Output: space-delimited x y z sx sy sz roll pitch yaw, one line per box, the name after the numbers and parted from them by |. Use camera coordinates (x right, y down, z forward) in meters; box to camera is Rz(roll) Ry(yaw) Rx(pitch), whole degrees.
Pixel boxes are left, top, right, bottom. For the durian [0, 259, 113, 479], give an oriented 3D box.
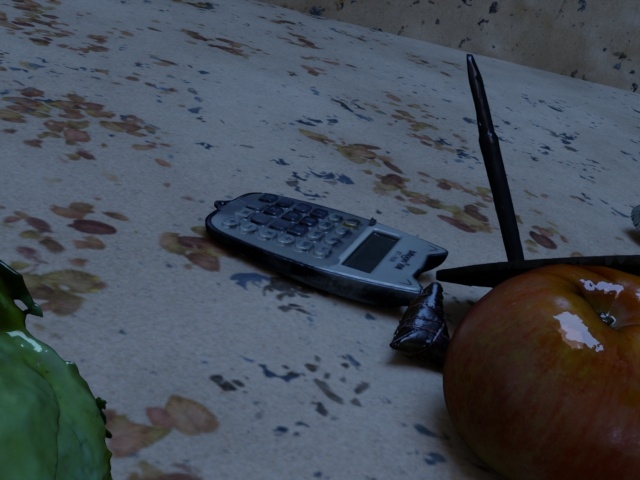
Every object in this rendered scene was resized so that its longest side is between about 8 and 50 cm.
-0.215 0.103 0.328 0.256 0.204 0.339 23 23 -13 | durian

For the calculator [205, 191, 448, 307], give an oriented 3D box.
0.000 0.000 0.880 0.268 0.040 0.177 22 24 15 | calculator

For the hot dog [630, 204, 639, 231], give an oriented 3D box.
0.582 -0.016 1.263 0.191 0.059 0.108 10 38 -22 | hot dog

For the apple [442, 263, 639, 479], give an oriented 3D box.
0.207 0.109 0.622 0.209 0.164 0.209 12 26 -6 | apple

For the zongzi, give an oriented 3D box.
0.089 0.087 0.735 0.073 0.067 0.083 10 41 -31 | zongzi

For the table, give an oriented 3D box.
0.306 -0.075 0.816 0.317 0.249 0.317 3 -9 0 | table
